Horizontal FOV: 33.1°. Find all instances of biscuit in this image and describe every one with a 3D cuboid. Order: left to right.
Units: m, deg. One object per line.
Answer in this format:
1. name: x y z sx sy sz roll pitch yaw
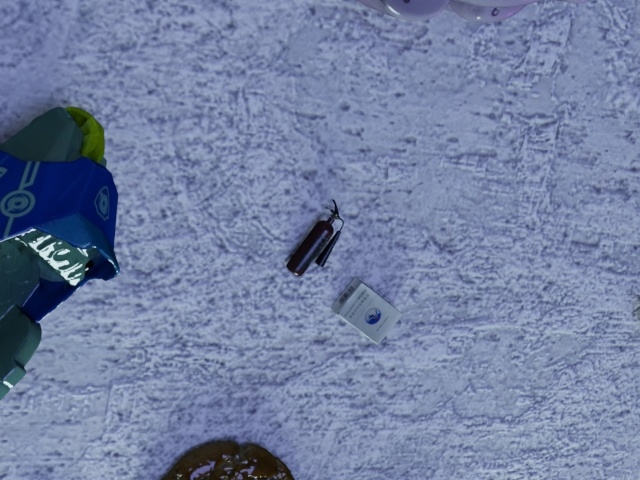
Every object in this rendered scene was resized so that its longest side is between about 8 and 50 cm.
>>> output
1. biscuit: -0.126 0.364 1.406 0.225 0.042 0.226 -9 113 -22

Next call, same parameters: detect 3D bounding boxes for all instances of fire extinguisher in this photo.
1. fire extinguisher: 0.003 0.003 1.324 0.046 0.032 0.100 34 100 -21

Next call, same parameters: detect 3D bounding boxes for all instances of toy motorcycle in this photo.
1. toy motorcycle: -0.313 0.015 1.069 0.326 0.200 0.191 -45 146 -9

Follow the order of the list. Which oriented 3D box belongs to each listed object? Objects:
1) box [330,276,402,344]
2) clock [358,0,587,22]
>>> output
1. box: 0.060 0.091 1.392 0.083 0.024 0.054 38 90 -31
2. clock: 0.195 -0.393 1.207 0.322 0.113 0.296 -5 112 -25
